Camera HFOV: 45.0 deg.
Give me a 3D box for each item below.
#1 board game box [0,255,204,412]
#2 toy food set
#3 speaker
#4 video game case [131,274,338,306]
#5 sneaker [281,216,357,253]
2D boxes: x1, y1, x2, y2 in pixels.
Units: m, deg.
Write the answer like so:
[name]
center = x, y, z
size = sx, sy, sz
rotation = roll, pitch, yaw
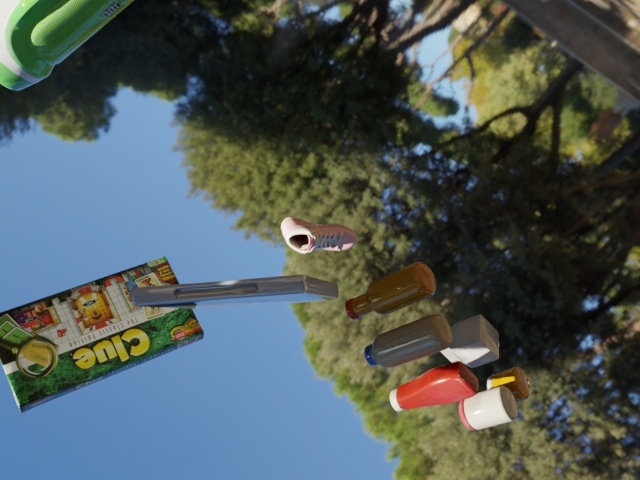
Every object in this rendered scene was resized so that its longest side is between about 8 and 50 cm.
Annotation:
[board game box]
center = -0.304, 0.121, 1.056
size = 0.259, 0.030, 0.136
rotation = -21, -109, -28
[toy food set]
center = 0.131, 0.138, 0.863
size = 0.232, 0.104, 0.111
rotation = 43, -142, -29
[speaker]
center = -0.267, -0.303, 0.865
size = 0.131, 0.296, 0.131
rotation = 51, -174, -7
[video game case]
center = -0.091, 0.064, 0.919
size = 0.193, 0.023, 0.212
rotation = -5, 174, 11
[sneaker]
center = 0.000, 0.000, 1.313
size = 0.134, 0.051, 0.070
rotation = 12, -156, -12
